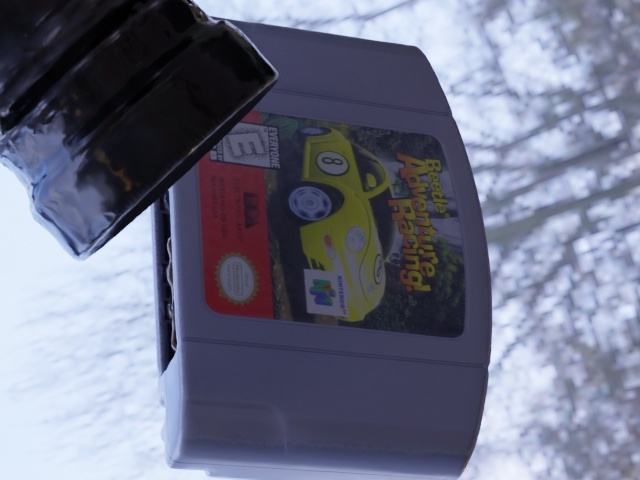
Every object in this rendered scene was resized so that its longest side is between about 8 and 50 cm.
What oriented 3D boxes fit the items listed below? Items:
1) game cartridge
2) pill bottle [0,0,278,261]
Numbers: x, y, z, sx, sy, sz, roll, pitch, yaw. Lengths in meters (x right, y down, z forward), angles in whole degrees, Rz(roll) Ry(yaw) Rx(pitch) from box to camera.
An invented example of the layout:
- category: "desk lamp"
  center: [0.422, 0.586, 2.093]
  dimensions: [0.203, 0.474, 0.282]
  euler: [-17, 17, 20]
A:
- category: "game cartridge"
  center: [0.000, 0.000, 1.083]
  dimensions: [0.196, 0.060, 0.294]
  euler: [8, -123, -22]
- category: "pill bottle"
  center: [-0.121, -0.103, 0.623]
  dimensions: [0.219, 0.123, 0.123]
  euler: [47, -142, -2]
